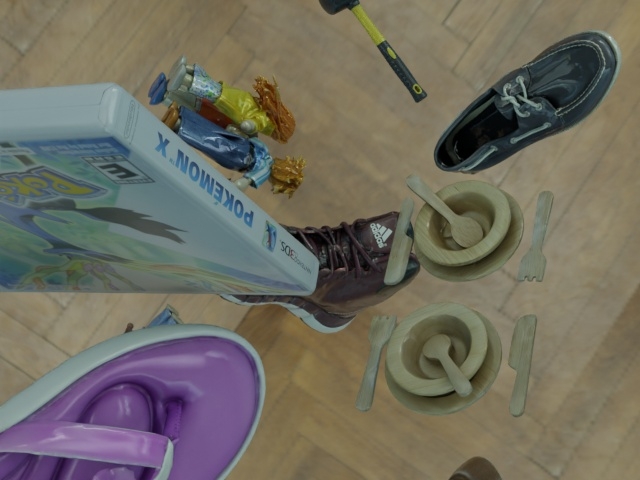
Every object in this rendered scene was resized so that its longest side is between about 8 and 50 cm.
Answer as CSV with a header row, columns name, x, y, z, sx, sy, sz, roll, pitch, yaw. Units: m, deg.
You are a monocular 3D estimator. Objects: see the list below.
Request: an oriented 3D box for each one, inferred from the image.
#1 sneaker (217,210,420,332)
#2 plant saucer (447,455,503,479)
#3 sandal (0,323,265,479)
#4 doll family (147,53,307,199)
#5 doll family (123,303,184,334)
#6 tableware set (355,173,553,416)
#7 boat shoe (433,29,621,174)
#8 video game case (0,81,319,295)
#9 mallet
name,x,y,z,sx,sy,sz,roll,pitch,yaw
sneaker,0.000,0.000,1.206,0.162,0.281,0.106,-26,64,25
plant saucer,0.172,0.330,1.405,0.029,0.168,0.168,0,82,-19
sandal,-0.197,0.193,0.860,0.416,0.102,0.169,-24,118,-29
doll family,-0.096,-0.112,1.353,0.163,0.118,0.263,27,34,-22
doll family,-0.194,0.157,1.478,0.111,0.193,0.076,-42,118,5
tableware set,0.093,0.032,0.899,0.128,0.039,0.194,-2,56,27
boat shoe,0.186,-0.119,1.140,0.065,0.206,0.075,-25,82,-50
video game case,-0.207,-0.022,0.890,0.329,0.300,0.036,-1,69,24
mallet,0.065,-0.250,1.559,0.062,0.039,0.190,-28,86,-19
